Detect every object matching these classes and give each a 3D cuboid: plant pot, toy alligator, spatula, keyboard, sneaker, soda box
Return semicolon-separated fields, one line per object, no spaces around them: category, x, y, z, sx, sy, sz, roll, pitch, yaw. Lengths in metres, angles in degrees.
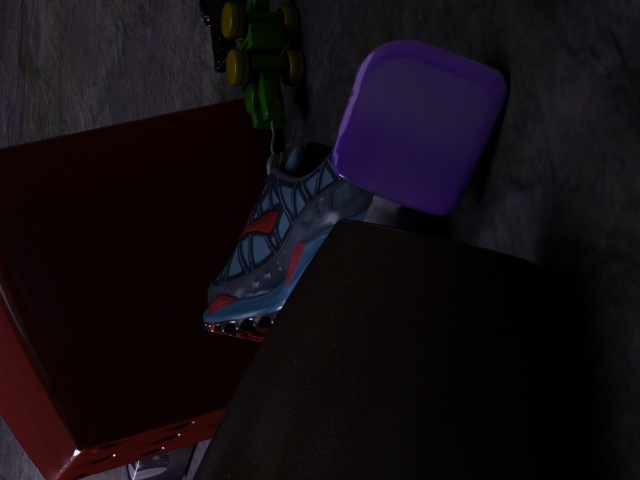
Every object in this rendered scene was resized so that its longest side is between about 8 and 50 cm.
plant pot;0.034;0.112;0.725;0.215;0.215;0.230;-170;93;-70
toy alligator;-0.046;-0.124;1.099;0.051;0.056;0.190;140;125;-65
spatula;0.017;0.029;0.809;0.030;0.084;0.296;-32;-36;-80
keyboard;-0.086;-0.241;1.256;0.108;0.023;0.180;143;124;-58
sneaker;0.000;0.000;0.958;0.262;0.104;0.125;-28;56;59
plant pot;-0.163;0.059;1.187;0.236;0.267;0.267;70;156;12
soda box;-0.159;0.186;1.431;0.169;0.060;0.053;111;150;-46
